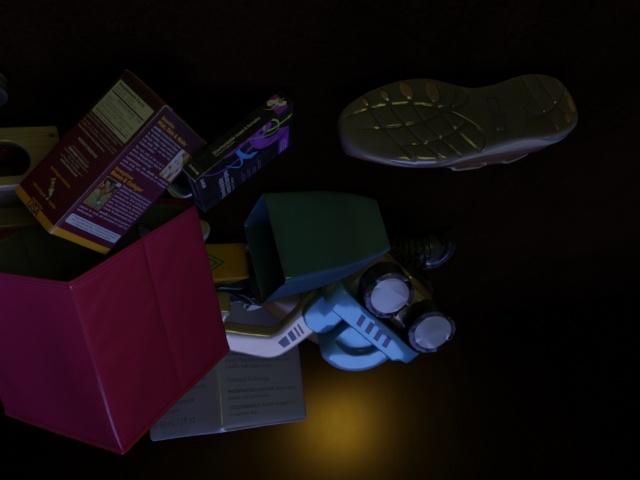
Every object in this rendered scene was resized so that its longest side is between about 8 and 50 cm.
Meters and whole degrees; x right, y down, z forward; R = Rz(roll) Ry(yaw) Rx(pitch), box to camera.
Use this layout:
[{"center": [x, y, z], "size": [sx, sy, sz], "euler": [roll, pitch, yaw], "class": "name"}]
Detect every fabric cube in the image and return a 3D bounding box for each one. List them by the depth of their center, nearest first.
[{"center": [-0.321, 0.101, 0.881], "size": [0.254, 0.258, 0.259], "euler": [4, -153, 27], "class": "fabric cube"}]

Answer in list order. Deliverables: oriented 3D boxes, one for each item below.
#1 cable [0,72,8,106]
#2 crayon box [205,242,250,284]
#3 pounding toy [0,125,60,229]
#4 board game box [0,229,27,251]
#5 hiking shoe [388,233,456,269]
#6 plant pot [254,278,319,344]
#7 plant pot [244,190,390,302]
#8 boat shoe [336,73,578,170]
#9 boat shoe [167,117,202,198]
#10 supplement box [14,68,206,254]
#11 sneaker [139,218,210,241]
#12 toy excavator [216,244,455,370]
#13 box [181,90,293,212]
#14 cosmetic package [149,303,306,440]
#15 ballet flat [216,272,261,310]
[{"center": [-0.485, -0.147, 0.630], "size": [0.287, 0.072, 0.139], "euler": [-22, 158, 6], "class": "cable"}, {"center": [-0.297, 0.066, 1.287], "size": [0.318, 0.081, 0.202], "euler": [-2, 168, -37], "class": "crayon box"}, {"center": [-0.358, -0.097, 0.772], "size": [0.205, 0.094, 0.181], "euler": [-9, 161, -31], "class": "pounding toy"}, {"center": [-0.550, 0.012, 0.933], "size": [0.142, 0.145, 0.275], "euler": [-15, 163, 21], "class": "board game box"}, {"center": [0.212, 0.030, 1.459], "size": [0.226, 0.086, 0.114], "euler": [-14, 166, 22], "class": "hiking shoe"}, {"center": [-0.031, 0.134, 1.514], "size": [0.254, 0.237, 0.237], "euler": [23, 148, -33], "class": "plant pot"}, {"center": [0.000, 0.000, 1.145], "size": [0.234, 0.166, 0.166], "euler": [-10, 165, -22], "class": "plant pot"}, {"center": [0.179, -0.143, 0.816], "size": [0.324, 0.123, 0.116], "euler": [-4, 165, -9], "class": "boat shoe"}, {"center": [-0.200, -0.094, 0.865], "size": [0.083, 0.076, 0.226], "euler": [-9, 164, 4], "class": "boat shoe"}, {"center": [-0.238, -0.087, 0.700], "size": [0.188, 0.081, 0.104], "euler": [-48, 159, -1], "class": "supplement box"}, {"center": [-0.274, -0.027, 1.084], "size": [0.190, 0.071, 0.083], "euler": [-8, 136, -45], "class": "sneaker"}, {"center": [0.001, 0.176, 1.332], "size": [0.445, 0.222, 0.433], "euler": [-44, 115, 12], "class": "toy excavator"}, {"center": [-0.103, -0.112, 0.788], "size": [0.162, 0.029, 0.116], "euler": [-40, 170, -13], "class": "box"}, {"center": [-0.282, 0.350, 1.751], "size": [0.329, 0.394, 0.327], "euler": [-21, 159, 37], "class": "cosmetic package"}, {"center": [-0.207, 0.133, 1.584], "size": [0.280, 0.095, 0.096], "euler": [12, 131, -32], "class": "ballet flat"}]
